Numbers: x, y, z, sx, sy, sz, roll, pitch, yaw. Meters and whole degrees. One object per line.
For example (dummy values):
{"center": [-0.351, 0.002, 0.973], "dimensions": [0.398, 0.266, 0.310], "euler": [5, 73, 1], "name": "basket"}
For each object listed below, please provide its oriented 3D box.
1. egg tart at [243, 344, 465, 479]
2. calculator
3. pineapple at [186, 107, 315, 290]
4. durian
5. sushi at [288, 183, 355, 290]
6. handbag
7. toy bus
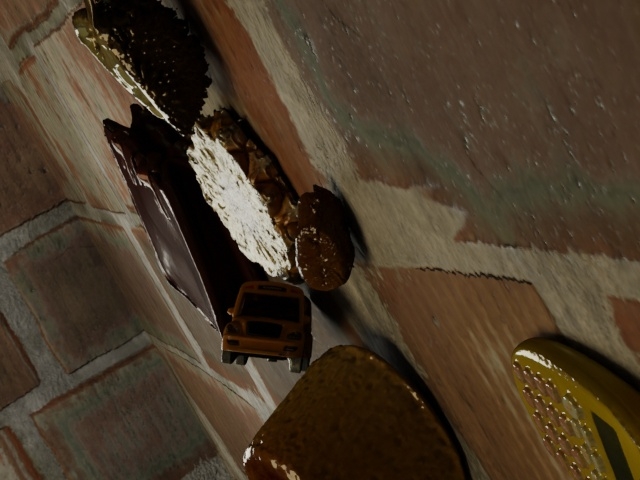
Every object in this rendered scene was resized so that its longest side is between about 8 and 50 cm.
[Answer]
{"center": [0.028, 0.218, 1.430], "dimensions": [0.202, 0.147, 0.202], "euler": [37, 152, 23], "name": "egg tart"}
{"center": [0.193, 0.138, 0.964], "dimensions": [0.235, 0.032, 0.146], "euler": [37, 155, 61], "name": "calculator"}
{"center": [-0.068, -0.037, 1.496], "dimensions": [0.221, 0.047, 0.221], "euler": [52, 165, 20], "name": "pineapple"}
{"center": [-0.165, -0.186, 1.409], "dimensions": [0.148, 0.091, 0.188], "euler": [44, 180, 40], "name": "durian"}
{"center": [0.004, 0.000, 1.310], "dimensions": [0.118, 0.061, 0.060], "euler": [101, -179, -48], "name": "sushi"}
{"center": [-0.164, -0.018, 1.831], "dimensions": [0.260, 0.084, 0.275], "euler": [44, 160, 55], "name": "handbag"}
{"center": [-0.050, 0.089, 1.525], "dimensions": [0.194, 0.083, 0.088], "euler": [63, -147, -85], "name": "toy bus"}
